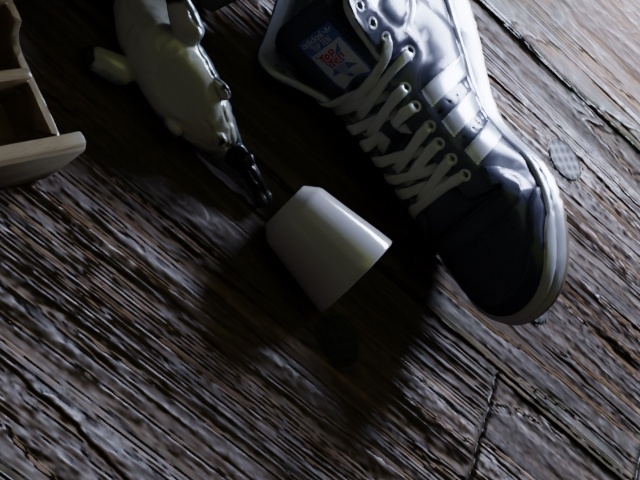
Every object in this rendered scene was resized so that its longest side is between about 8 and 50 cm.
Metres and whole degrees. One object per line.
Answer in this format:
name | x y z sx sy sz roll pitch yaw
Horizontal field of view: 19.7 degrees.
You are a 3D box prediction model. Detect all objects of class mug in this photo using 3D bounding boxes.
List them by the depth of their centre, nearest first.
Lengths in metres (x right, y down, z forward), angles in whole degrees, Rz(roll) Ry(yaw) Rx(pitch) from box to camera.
mug | -0.002 0.002 1.144 0.064 0.078 0.062 44 73 -2

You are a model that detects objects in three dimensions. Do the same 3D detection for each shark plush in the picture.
shark plush | -0.071 -0.095 1.131 0.161 0.073 0.067 44 11 -9

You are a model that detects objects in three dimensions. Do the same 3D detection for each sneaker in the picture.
sneaker | 0.055 -0.075 1.206 0.153 0.099 0.282 12 51 -47

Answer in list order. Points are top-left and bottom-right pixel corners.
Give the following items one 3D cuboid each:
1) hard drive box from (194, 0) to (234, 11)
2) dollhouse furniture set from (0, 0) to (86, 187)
hard drive box | -0.098 -0.277 1.132 0.232 0.089 0.181 67 10 11
dollhouse furniture set | -0.144 -0.145 0.938 0.212 0.242 0.161 -16 78 -49
